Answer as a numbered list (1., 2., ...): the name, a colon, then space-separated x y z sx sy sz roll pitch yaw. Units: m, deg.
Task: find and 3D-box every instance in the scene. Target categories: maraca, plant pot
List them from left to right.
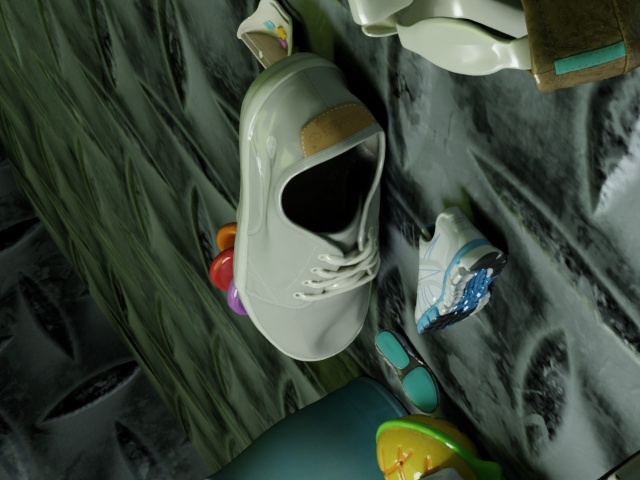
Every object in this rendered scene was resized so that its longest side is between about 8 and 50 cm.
1. plant pot: -0.010 0.347 2.079 0.271 0.255 0.271 50 151 42
2. maraca: 0.145 0.265 1.844 0.186 0.099 0.127 23 145 23

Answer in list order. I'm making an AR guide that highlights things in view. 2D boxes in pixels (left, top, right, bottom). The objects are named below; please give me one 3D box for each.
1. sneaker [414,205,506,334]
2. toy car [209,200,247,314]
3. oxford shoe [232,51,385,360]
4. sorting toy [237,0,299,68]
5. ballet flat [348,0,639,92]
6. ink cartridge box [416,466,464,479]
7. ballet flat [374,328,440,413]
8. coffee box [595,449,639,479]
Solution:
1. sneaker: 0.123 0.026 1.537 0.083 0.071 0.190 61 157 20
2. toy car: -0.065 0.035 1.984 0.182 0.136 0.159 47 160 38
3. oxford shoe: 0.000 0.000 1.685 0.130 0.169 0.449 47 155 32
4. sorting toy: -0.045 -0.214 1.652 0.083 0.045 0.075 53 156 25
5. ballet flat: 0.096 -0.177 1.121 0.342 0.124 0.116 40 155 51
6. ink cartridge box: 0.165 0.452 1.702 0.072 0.307 0.303 -27 107 37
7. ballet flat: 0.107 0.152 1.868 0.114 0.041 0.041 56 164 14
8. coffee box: 0.273 0.207 1.195 0.119 0.168 0.297 56 164 13
